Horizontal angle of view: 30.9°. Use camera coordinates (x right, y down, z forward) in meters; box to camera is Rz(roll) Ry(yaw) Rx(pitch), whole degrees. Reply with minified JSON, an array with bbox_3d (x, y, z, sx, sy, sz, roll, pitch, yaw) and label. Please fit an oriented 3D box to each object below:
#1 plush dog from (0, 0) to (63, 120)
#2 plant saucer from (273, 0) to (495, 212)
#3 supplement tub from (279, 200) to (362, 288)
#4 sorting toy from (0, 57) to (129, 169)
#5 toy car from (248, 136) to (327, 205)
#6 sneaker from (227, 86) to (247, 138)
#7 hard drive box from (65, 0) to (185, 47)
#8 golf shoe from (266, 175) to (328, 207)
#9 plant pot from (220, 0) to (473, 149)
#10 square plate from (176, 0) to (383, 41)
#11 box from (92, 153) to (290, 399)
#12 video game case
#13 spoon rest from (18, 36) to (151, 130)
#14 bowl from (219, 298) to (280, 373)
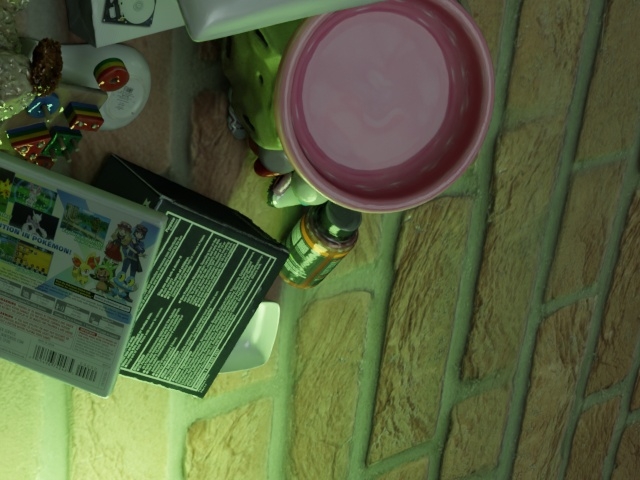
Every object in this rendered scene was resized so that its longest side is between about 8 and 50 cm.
[{"bbox_3d":[-0.460,-0.219,1.487,0.262,0.225,0.211,-20,127,-31],"label":"plush dog"},{"bbox_3d":[0.085,-0.208,1.657,0.332,0.084,0.332,-5,106,-19],"label":"plant saucer"},{"bbox_3d":[0.000,0.000,2.045,0.106,0.106,0.198,-14,160,-35],"label":"supplement tub"},{"bbox_3d":[-0.385,-0.154,1.641,0.132,0.046,0.274,4,140,-48],"label":"sorting toy"},{"bbox_3d":[-0.044,-0.133,1.964,0.182,0.159,0.136,43,128,-13],"label":"toy car"},{"bbox_3d":[-0.122,-0.202,1.904,0.038,0.069,0.098,-25,129,-27],"label":"sneaker"},{"bbox_3d":[-0.248,-0.398,1.663,0.232,0.089,0.181,-23,128,-30],"label":"hard drive box"},{"bbox_3d":[-0.001,-0.097,2.058,0.198,0.094,0.077,-22,129,-28],"label":"golf shoe"},{"bbox_3d":[0.025,-0.282,1.812,0.305,0.334,0.334,-18,126,-26],"label":"plant pot"},{"bbox_3d":[-0.065,-0.453,1.487,0.344,0.049,0.347,-19,89,-29],"label":"square plate"},{"bbox_3d":[-0.262,0.062,1.861,0.294,0.182,0.296,26,98,-47],"label":"box"},{"bbox_3d":[-0.412,0.041,1.652,0.036,0.329,0.300,-66,177,-69],"label":"video game case"},{"bbox_3d":[-0.349,-0.241,1.693,0.276,0.084,0.137,17,105,-59],"label":"spoon rest"},{"bbox_3d":[-0.150,0.166,2.116,0.142,0.053,0.142,-5,119,-39],"label":"bowl"}]
